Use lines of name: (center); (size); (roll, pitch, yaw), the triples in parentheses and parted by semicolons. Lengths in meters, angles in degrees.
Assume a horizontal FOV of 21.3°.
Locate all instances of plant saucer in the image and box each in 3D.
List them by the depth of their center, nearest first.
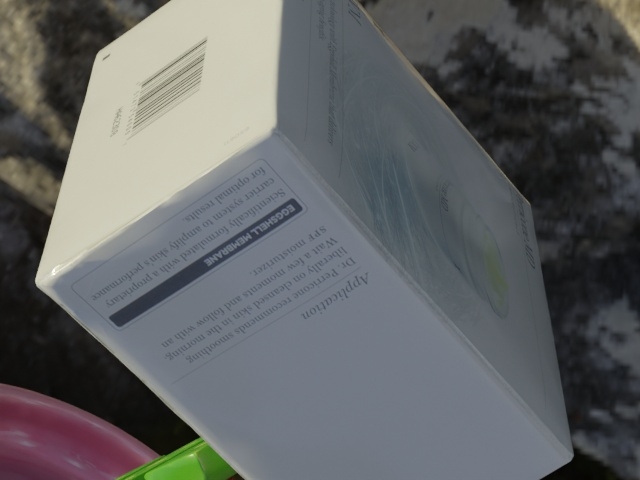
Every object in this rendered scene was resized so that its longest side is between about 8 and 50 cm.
plant saucer: (-0.232, 0.247, 1.490); (0.332, 0.332, 0.084); (28, 103, -6)

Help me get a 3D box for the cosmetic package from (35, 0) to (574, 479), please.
cosmetic package: (0.000, 0.000, 0.836); (0.138, 0.224, 0.224); (-32, 118, 20)

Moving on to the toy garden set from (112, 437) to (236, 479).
toy garden set: (-0.132, 0.171, 0.936); (0.244, 0.204, 0.049); (-29, 87, 40)
